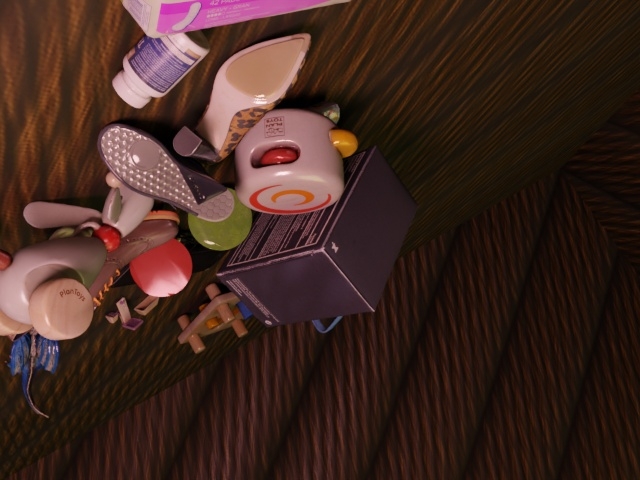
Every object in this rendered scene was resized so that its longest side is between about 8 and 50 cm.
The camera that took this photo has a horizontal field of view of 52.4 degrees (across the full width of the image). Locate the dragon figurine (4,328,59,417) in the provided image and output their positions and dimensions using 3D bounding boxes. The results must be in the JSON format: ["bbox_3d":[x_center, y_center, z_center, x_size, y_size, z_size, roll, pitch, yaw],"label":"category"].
[{"bbox_3d":[-0.561,0.215,1.269,0.085,0.290,0.144,3,178,-31],"label":"dragon figurine"}]

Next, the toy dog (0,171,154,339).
[{"bbox_3d":[-0.379,-0.005,0.949,0.220,0.334,0.161,-18,124,11],"label":"toy dog"}]

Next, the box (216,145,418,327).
[{"bbox_3d":[0.000,0.000,1.309,0.294,0.183,0.296,-15,-144,42],"label":"box"}]

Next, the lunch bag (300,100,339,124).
[{"bbox_3d":[-0.008,-0.228,1.218,0.071,0.053,0.083,-23,173,-21],"label":"lunch bag"}]

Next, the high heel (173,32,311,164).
[{"bbox_3d":[-0.112,-0.221,1.018,0.261,0.093,0.186,-40,-179,6],"label":"high heel"}]

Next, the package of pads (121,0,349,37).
[{"bbox_3d":[-0.051,-0.337,0.661,0.296,0.101,0.229,-24,164,-30],"label":"package of pads"}]

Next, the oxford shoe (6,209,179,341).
[{"bbox_3d":[-0.410,0.059,1.179,0.363,0.133,0.130,-27,168,-17],"label":"oxford shoe"}]

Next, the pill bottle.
[{"bbox_3d":[-0.201,-0.222,0.809,0.120,0.067,0.067,-37,165,20],"label":"pill bottle"}]

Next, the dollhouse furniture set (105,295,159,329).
[{"bbox_3d":[-0.469,0.148,1.619,0.114,0.090,0.081,-48,139,-45],"label":"dollhouse furniture set"}]

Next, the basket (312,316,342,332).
[{"bbox_3d":[-0.011,0.086,1.776,0.201,0.289,0.255,-25,162,-43],"label":"basket"}]

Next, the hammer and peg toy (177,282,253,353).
[{"bbox_3d":[-0.245,0.202,2.023,0.361,0.127,0.266,-15,156,-49],"label":"hammer and peg toy"}]

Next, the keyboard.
[{"bbox_3d":[-0.318,0.030,1.492,0.201,0.033,0.317,-39,165,30],"label":"keyboard"}]

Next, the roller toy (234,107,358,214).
[{"bbox_3d":[-0.055,-0.142,1.146,0.191,0.146,0.209,8,160,-32],"label":"roller toy"}]

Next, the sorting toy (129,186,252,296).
[{"bbox_3d":[-0.224,-0.028,1.346,0.365,0.127,0.126,-40,-176,-5],"label":"sorting toy"}]

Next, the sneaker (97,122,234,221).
[{"bbox_3d":[-0.256,-0.114,1.024,0.226,0.163,0.086,34,92,-31],"label":"sneaker"}]
